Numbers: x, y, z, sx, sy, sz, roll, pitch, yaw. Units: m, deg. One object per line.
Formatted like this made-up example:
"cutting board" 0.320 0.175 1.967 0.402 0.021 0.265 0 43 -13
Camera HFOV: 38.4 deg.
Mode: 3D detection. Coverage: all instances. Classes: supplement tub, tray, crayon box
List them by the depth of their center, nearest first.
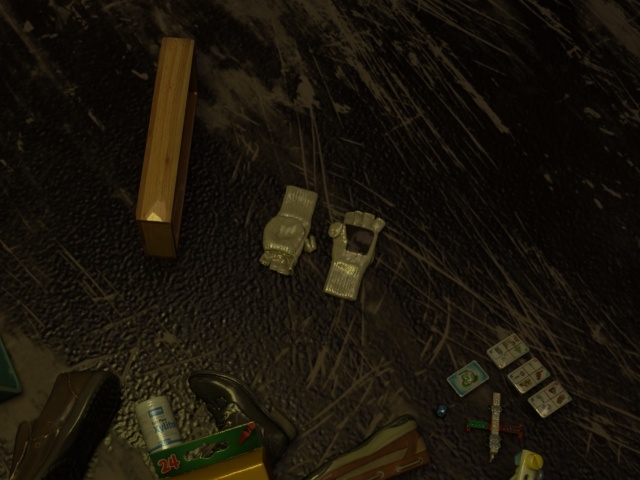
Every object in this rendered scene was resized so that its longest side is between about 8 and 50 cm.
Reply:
"crayon box" -0.160 0.497 1.601 0.202 0.081 0.318 -19 100 0
"supplement tub" -0.309 0.360 1.765 0.071 0.071 0.107 -20 73 -13
"tray" -0.315 -0.190 1.908 0.076 0.203 0.411 4 68 -3

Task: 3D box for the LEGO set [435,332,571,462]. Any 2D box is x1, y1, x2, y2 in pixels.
"LEGO set" 0.357 0.325 1.874 0.244 0.060 0.182 -30 62 -17

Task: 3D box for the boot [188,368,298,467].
"boot" -0.182 0.383 1.720 0.263 0.091 0.229 32 48 5

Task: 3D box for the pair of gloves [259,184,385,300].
"pair of gloves" 0.000 0.000 1.953 0.240 0.042 0.204 23 68 4

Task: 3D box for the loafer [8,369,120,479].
"loafer" -0.509 0.401 1.714 0.130 0.134 0.366 12 56 24

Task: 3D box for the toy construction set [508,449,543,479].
"toy construction set" 0.347 0.570 1.707 0.328 0.151 0.215 -44 103 -11

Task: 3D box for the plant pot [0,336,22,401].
"plant pot" -0.754 0.224 1.690 0.252 0.248 0.247 -30 74 3

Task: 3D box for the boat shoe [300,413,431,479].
"boat shoe" 0.070 0.455 1.742 0.324 0.122 0.120 -29 77 -15
